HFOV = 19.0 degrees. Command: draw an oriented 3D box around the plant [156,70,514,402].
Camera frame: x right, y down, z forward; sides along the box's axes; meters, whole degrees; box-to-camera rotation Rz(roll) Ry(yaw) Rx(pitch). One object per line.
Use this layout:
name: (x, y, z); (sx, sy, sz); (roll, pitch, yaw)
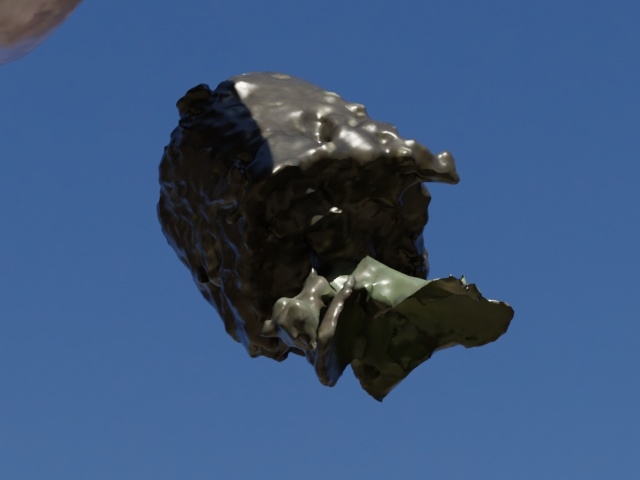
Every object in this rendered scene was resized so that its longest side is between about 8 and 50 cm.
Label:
plant: (0.000, 0.000, 1.016); (0.142, 0.203, 0.131); (-21, -42, -36)

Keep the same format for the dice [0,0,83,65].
dice: (-0.187, -0.257, 0.893); (0.270, 0.271, 0.270); (35, -99, -18)
